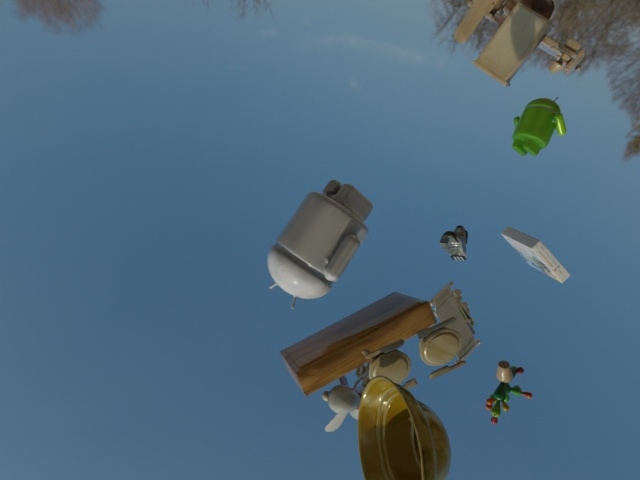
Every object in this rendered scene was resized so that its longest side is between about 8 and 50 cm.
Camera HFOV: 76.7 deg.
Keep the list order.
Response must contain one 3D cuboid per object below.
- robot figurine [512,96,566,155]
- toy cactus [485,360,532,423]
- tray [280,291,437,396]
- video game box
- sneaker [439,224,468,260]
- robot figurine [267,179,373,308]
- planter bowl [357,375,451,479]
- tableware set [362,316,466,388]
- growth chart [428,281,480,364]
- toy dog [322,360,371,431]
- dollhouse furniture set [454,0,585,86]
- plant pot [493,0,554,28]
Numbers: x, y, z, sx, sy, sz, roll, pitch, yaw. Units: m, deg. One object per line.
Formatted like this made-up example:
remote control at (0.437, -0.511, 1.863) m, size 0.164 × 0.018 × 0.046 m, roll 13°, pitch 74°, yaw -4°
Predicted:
robot figurine at (0.418, -0.223, 0.784) m, size 0.067 × 0.115 × 0.101 m, roll 25°, pitch 179°, yaw -27°
toy cactus at (0.607, 0.472, 1.316) m, size 0.219 × 0.180 × 0.112 m, roll -34°, pitch -147°, yaw -29°
tray at (0.100, 0.275, 1.156) m, size 0.411 × 0.203 × 0.076 m, roll -24°, pitch -82°, yaw -16°
video game box at (0.770, 0.046, 1.459) m, size 0.187 × 0.048 × 0.205 m, roll 45°, pitch -172°, yaw -15°
sneaker at (0.555, -0.017, 1.669) m, size 0.086 × 0.229 × 0.132 m, roll 3°, pitch -115°, yaw 32°
robot figurine at (-0.007, 0.010, 1.095) m, size 0.200 × 0.353 × 0.300 m, roll 36°, pitch 177°, yaw -29°
planter bowl at (0.142, 0.327, 0.646) m, size 0.090 × 0.217 × 0.217 m, roll 3°, pitch -133°, yaw -19°
tableware set at (0.181, 0.222, 0.795) m, size 0.194 × 0.128 × 0.039 m, roll -22°, pitch -154°, yaw -3°
growth chart at (0.444, 0.263, 1.324) m, size 0.172 × 0.021 × 0.237 m, roll -20°, pitch -98°, yaw -37°
toy dog at (0.083, 0.466, 1.200) m, size 0.161 × 0.333 × 0.220 m, roll -2°, pitch -135°, yaw 28°
dollhouse furniture set at (0.584, -0.555, 1.198) m, size 0.303 × 0.173 × 0.356 m, roll 46°, pitch -147°, yaw 18°
plant pot at (0.643, -0.763, 1.339) m, size 0.165 × 0.167 × 0.167 m, roll 25°, pitch -137°, yaw -20°
